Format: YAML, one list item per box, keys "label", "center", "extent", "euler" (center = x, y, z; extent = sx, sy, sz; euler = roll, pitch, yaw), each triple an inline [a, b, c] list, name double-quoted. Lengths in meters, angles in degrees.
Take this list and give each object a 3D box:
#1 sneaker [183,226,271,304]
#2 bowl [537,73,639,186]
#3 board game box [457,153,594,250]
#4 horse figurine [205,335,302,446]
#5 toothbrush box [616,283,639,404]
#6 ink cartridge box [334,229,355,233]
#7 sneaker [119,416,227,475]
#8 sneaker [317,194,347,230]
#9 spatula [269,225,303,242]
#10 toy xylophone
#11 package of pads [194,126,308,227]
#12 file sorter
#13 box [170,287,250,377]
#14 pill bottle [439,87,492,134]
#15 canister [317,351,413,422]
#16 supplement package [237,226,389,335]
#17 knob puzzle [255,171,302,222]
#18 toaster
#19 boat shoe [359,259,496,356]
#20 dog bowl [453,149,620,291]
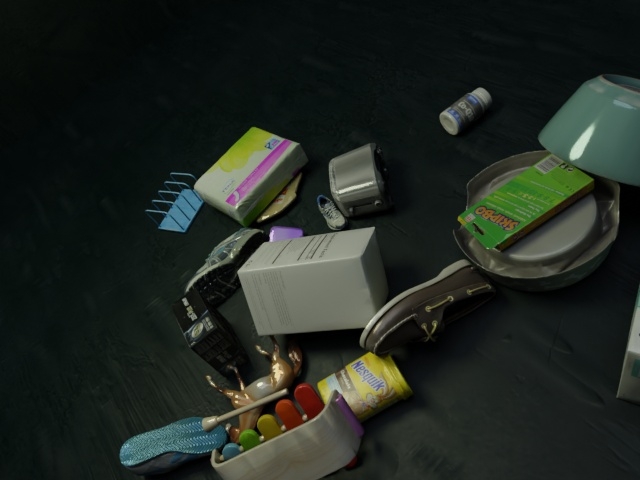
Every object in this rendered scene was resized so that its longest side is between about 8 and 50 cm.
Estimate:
- label: "sneaker"
  center: [-0.270, 0.070, 1.420]
  extent: [0.283, 0.110, 0.122]
  euler: [-41, 37, -19]
- label: "bowl"
  center: [0.657, -0.251, 1.086]
  extent: [0.312, 0.163, 0.311]
  euler: [9, 33, -6]
- label: "board game box"
  center: [0.438, -0.081, 1.089]
  extent: [0.260, 0.039, 0.124]
  euler: [-32, 44, 0]
- label: "horse figurine"
  center: [-0.138, 0.324, 1.165]
  extent: [0.263, 0.066, 0.174]
  euler: [-36, 58, -11]
- label: "toothbrush box"
  center: [0.619, 0.126, 0.875]
  extent: [0.126, 0.216, 0.295]
  euler: [12, 62, 32]
- label: "ink cartridge box"
  center: [0.039, 0.031, 1.292]
  extent: [0.135, 0.099, 0.056]
  euler: [-9, 53, 20]
- label: "sneaker"
  center: [-0.323, 0.466, 1.137]
  extent: [0.229, 0.092, 0.087]
  euler: [-9, 47, -7]
- label: "sneaker"
  center: [0.026, -0.080, 1.411]
  extent: [0.052, 0.058, 0.135]
  euler: [-36, 49, -5]
- label: "spatula"
  center: [0.000, 0.000, 1.373]
  extent: [0.297, 0.030, 0.084]
  euler: [-1, 73, 21]
- label: "toy xylophone"
  center: [-0.083, 0.393, 0.988]
  extent: [0.323, 0.236, 0.081]
  euler: [-22, 13, 10]
- label: "package of pads"
  center: [-0.219, -0.206, 1.552]
  extent: [0.229, 0.101, 0.296]
  euler: [28, 69, 37]
- label: "file sorter"
  center: [-0.467, -0.126, 1.643]
  extent: [0.118, 0.104, 0.170]
  euler: [8, 58, 29]
- label: "box"
  center: [-0.268, 0.226, 1.228]
  extent: [0.078, 0.180, 0.147]
  euler: [-36, 49, -7]
- label: "pill bottle"
  center: [0.418, -0.372, 1.443]
  extent: [0.137, 0.078, 0.078]
  euler: [-38, 48, -6]
- label: "canister"
  center: [0.092, 0.313, 1.069]
  extent: [0.170, 0.073, 0.126]
  euler: [-31, 48, 2]
- label: "supplement package"
  center: [-0.008, 0.095, 1.176]
  extent: [0.293, 0.177, 0.175]
  euler: [-7, 20, 19]
- label: "knob puzzle"
  center: [-0.156, -0.129, 1.552]
  extent: [0.213, 0.030, 0.213]
  euler: [-12, 51, 15]
- label: "toaster"
  center: [0.109, -0.170, 1.397]
  extent: [0.147, 0.129, 0.226]
  euler: [-16, 51, 16]
- label: "boat shoe"
  center: [0.232, 0.154, 1.068]
  extent: [0.325, 0.116, 0.097]
  euler: [-27, 52, -24]
- label: "dog bowl"
  center: [0.479, -0.040, 1.128]
  extent: [0.349, 0.102, 0.348]
  euler: [-17, 48, 19]
